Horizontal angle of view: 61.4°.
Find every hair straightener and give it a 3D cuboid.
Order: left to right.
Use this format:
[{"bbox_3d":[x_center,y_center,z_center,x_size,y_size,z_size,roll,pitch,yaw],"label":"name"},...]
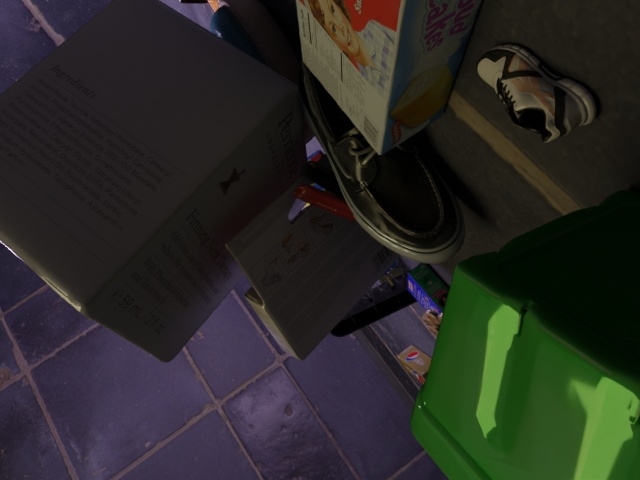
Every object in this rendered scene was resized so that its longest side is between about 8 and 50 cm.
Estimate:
[{"bbox_3d":[0.077,-0.064,0.779,0.230,0.089,0.047,20,154,-13],"label":"hair straightener"}]

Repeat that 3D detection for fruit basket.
[{"bbox_3d":[0.236,0.200,0.351,0.392,0.283,0.392,57,160,33],"label":"fruit basket"}]

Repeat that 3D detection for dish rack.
[{"bbox_3d":[0.057,0.039,1.061,0.271,0.208,0.074,61,-175,-25],"label":"dish rack"}]

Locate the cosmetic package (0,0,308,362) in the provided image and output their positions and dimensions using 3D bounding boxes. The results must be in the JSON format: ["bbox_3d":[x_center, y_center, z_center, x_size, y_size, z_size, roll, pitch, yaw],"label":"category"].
[{"bbox_3d":[-0.263,-0.088,0.835,0.327,0.394,0.329,35,163,16],"label":"cosmetic package"}]

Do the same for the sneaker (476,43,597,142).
[{"bbox_3d":[0.155,-0.115,0.416,0.109,0.044,0.040,50,173,40],"label":"sneaker"}]

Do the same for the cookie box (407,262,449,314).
[{"bbox_3d":[0.207,0.102,0.983,0.107,0.040,0.092,50,171,25],"label":"cookie box"}]

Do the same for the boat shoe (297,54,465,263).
[{"bbox_3d":[0.058,-0.116,0.681,0.335,0.121,0.119,54,176,21],"label":"boat shoe"}]

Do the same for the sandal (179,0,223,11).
[{"bbox_3d":[-0.239,-0.484,1.068,0.265,0.076,0.102,57,171,-13],"label":"sandal"}]

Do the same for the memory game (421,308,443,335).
[{"bbox_3d":[0.255,0.182,0.944,0.186,0.012,0.186,36,166,10],"label":"memory game"}]

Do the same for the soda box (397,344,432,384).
[{"bbox_3d":[0.279,0.349,1.485,0.061,0.058,0.181,57,172,-11],"label":"soda box"}]

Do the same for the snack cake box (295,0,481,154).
[{"bbox_3d":[0.051,-0.209,0.478,0.152,0.089,0.264,55,172,15],"label":"snack cake box"}]

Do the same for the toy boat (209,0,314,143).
[{"bbox_3d":[-0.121,-0.275,0.982,0.267,0.148,0.318,56,171,-10],"label":"toy boat"}]

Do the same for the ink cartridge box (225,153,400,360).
[{"bbox_3d":[0.000,0.000,0.863,0.066,0.296,0.261,18,145,48],"label":"ink cartridge box"}]

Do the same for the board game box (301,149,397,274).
[{"bbox_3d":[0.030,-0.034,1.286,0.302,0.086,0.308,55,172,1],"label":"board game box"}]
